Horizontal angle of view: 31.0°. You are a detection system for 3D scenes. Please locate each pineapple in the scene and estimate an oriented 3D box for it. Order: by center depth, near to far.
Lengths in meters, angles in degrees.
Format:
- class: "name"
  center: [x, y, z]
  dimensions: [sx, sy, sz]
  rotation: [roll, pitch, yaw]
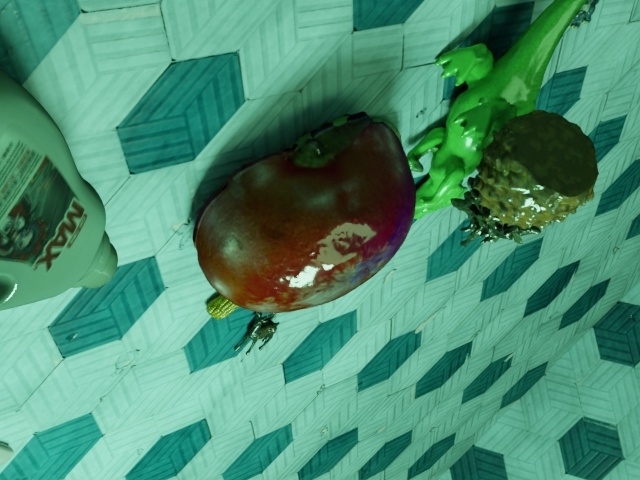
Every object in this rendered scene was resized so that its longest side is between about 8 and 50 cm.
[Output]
- class: "pineapple"
  center: [0.279, -0.067, 1.721]
  dimensions: [0.169, 0.169, 0.340]
  rotation: [-30, 173, -23]

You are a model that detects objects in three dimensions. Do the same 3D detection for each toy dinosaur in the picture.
- class: "toy dinosaur"
  center: [0.328, -0.226, 1.834]
  dimensions: [0.500, 0.144, 0.374]
  rotation: [-36, 159, 0]
- class: "toy dinosaur"
  center: [0.418, -0.370, 1.849]
  dimensions: [0.083, 0.030, 0.047]
  rotation: [-27, 153, -28]

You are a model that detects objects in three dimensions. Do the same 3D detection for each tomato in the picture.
- class: "tomato"
  center: [0.006, 0.001, 1.608]
  dimensions: [0.335, 0.176, 0.289]
  rotation: [-23, 149, -21]

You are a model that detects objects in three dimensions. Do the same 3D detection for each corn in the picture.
- class: "corn"
  center: [-0.136, 0.087, 1.792]
  dimensions: [0.092, 0.037, 0.037]
  rotation: [-43, 155, -6]

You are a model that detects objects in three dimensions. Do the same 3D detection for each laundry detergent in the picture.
- class: "laundry detergent"
  center: [-0.343, -0.016, 1.221]
  dimensions: [0.264, 0.125, 0.398]
  rotation: [-55, 157, -5]

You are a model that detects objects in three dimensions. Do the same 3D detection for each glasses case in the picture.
- class: "glasses case"
  center: [-0.477, 0.309, 1.678]
  dimensions: [0.032, 0.021, 0.083]
  rotation: [-40, 154, 2]

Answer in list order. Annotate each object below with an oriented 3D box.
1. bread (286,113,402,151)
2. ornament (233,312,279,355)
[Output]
- class: "bread"
  center: [0.002, -0.067, 1.732]
  dimensions: [0.301, 0.045, 0.301]
  rotation: [-30, 152, -18]
- class: "ornament"
  center: [-0.095, 0.144, 1.947]
  dimensions: [0.073, 0.028, 0.125]
  rotation: [-16, 146, -41]
